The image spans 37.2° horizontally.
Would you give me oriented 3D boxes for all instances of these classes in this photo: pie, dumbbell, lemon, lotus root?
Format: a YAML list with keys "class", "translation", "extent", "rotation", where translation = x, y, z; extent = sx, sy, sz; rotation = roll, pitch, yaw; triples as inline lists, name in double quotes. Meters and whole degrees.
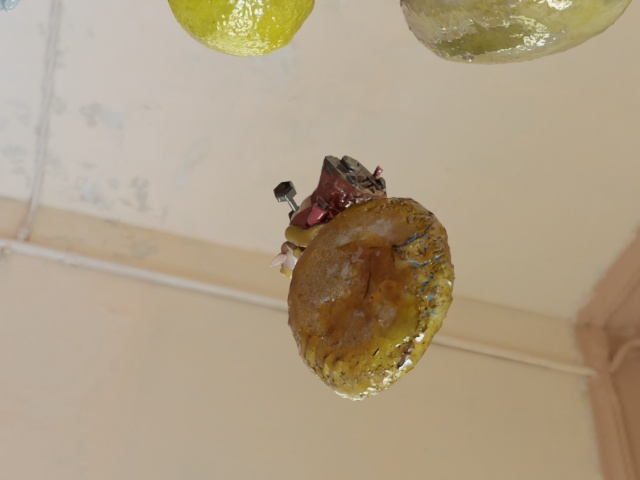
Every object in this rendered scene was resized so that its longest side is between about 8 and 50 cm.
- class: "pie"
  translation: [0.062, 0.064, 1.196]
  extent: [0.273, 0.069, 0.274]
  rotation: [-18, -121, 33]
- class: "dumbbell"
  translation: [-0.047, -0.061, 1.584]
  extent: [0.040, 0.083, 0.036]
  rotation: [-45, -139, -17]
- class: "lemon"
  translation: [-0.143, -0.452, 1.665]
  extent: [0.322, 0.268, 0.268]
  rotation: [-157, -100, -74]
- class: "lotus root"
  translation: [0.191, -0.244, 0.889]
  extent: [0.342, 0.169, 0.152]
  rotation: [15, -91, 69]

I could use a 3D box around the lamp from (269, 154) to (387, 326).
- class: "lamp"
  translation: [0.000, 0.000, 1.371]
  extent: [0.118, 0.118, 0.253]
  rotation: [-93, -152, -61]

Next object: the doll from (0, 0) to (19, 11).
- class: "doll"
  translation: [-0.292, -0.269, 0.881]
  extent: [0.180, 0.094, 0.079]
  rotation: [-33, -179, 16]
